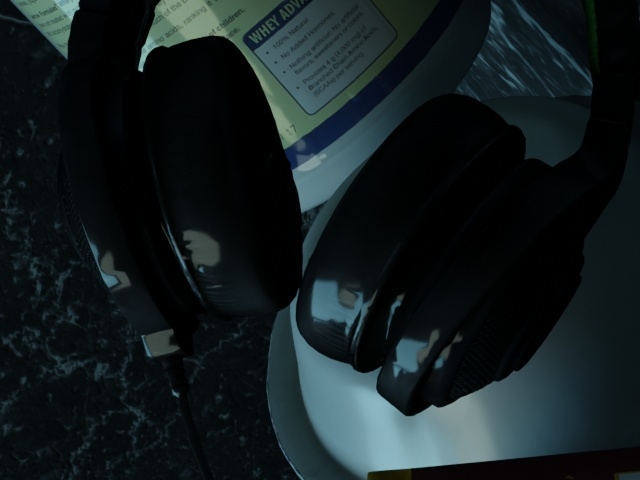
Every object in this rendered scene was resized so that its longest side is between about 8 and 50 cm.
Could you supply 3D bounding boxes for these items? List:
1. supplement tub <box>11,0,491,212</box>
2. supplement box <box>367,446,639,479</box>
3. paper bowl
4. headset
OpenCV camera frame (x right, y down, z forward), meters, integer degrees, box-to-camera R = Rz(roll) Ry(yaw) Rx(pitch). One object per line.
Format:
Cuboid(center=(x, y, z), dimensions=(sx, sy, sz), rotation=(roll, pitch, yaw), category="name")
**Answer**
Cuboid(center=(-0.075, -0.195, 0.925), dimensions=(0.325, 0.235, 0.235), rotation=(47, -178, -22), category="supplement tub")
Cuboid(center=(0.137, 0.162, 0.578), dimensions=(0.194, 0.191, 0.129), rotation=(48, -143, -62), category="supplement box")
Cuboid(center=(0.099, 0.037, 0.799), dimensions=(0.148, 0.284, 0.284), rotation=(52, 178, -38), category="paper bowl")
Cuboid(center=(0.000, 0.000, 0.665), dimensions=(0.243, 0.394, 0.185), rotation=(14, 172, 14), category="headset")
